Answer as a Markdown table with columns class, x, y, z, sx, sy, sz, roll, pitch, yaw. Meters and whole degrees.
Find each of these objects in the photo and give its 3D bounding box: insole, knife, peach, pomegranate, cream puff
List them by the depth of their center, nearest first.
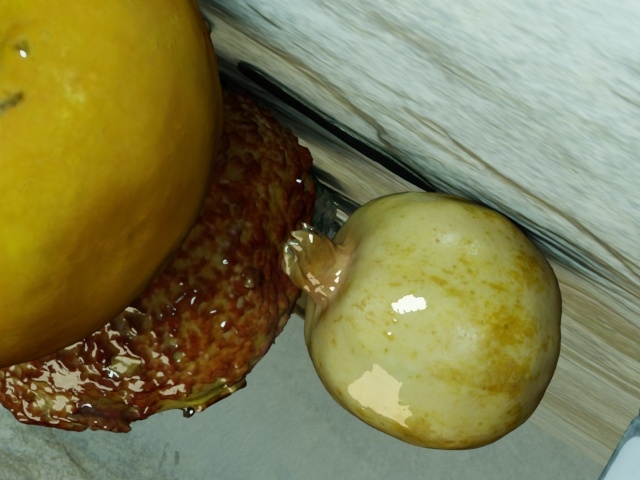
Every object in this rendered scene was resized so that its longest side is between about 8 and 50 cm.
| class | x | y | z | sx | sy | sz | roll | pitch | yaw |
| --- | --- | --- | --- | --- | --- | --- | --- | --- | --- |
| peach | -0.230 | -0.080 | 0.924 | 0.343 | 0.343 | 0.301 | 32 | 158 | -1 |
| pomegranate | 0.082 | 0.062 | 1.128 | 0.207 | 0.207 | 0.207 | 31 | 175 | 3 |
| insole | 0.013 | -0.088 | 1.168 | 0.188 | 0.004 | 0.064 | 33 | 175 | -11 |
| cream puff | -0.163 | -0.003 | 1.241 | 0.350 | 0.350 | 0.228 | 28 | 165 | 34 |
| knife | 0.012 | -0.045 | 1.559 | 0.247 | 0.018 | 0.035 | 33 | 179 | 16 |

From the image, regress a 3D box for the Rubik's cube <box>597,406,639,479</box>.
| class | x | y | z | sx | sy | sz | roll | pitch | yaw |
| --- | --- | --- | --- | --- | --- | --- | --- | --- | --- |
| Rubik's cube | 0.318 | 0.231 | 0.770 | 0.305 | 0.303 | 0.301 | 31 | 176 | -20 |

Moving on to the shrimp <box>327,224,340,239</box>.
| class | x | y | z | sx | sy | sz | roll | pitch | yaw |
| --- | --- | --- | --- | --- | --- | --- | --- | --- | --- |
| shrimp | 0.000 | 0.000 | 1.832 | 0.065 | 0.056 | 0.165 | 24 | 176 | 13 |

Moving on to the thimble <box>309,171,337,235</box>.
| class | x | y | z | sx | sy | sz | roll | pitch | yaw |
| --- | --- | --- | --- | --- | --- | --- | --- | --- | --- |
| thimble | -0.059 | -0.032 | 1.500 | 0.135 | 0.118 | 0.090 | 30 | 176 | 17 |

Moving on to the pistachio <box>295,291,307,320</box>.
| class | x | y | z | sx | sy | sz | roll | pitch | yaw |
| --- | --- | --- | --- | --- | --- | --- | --- | --- | --- |
| pistachio | 0.008 | 0.055 | 2.029 | 0.206 | 0.131 | 0.129 | 42 | 142 | 52 |

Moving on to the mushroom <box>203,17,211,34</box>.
| class | x | y | z | sx | sy | sz | roll | pitch | yaw |
| --- | --- | --- | --- | --- | --- | --- | --- | --- | --- |
| mushroom | -0.103 | -0.161 | 1.067 | 0.049 | 0.019 | 0.101 | 30 | 172 | 12 |
